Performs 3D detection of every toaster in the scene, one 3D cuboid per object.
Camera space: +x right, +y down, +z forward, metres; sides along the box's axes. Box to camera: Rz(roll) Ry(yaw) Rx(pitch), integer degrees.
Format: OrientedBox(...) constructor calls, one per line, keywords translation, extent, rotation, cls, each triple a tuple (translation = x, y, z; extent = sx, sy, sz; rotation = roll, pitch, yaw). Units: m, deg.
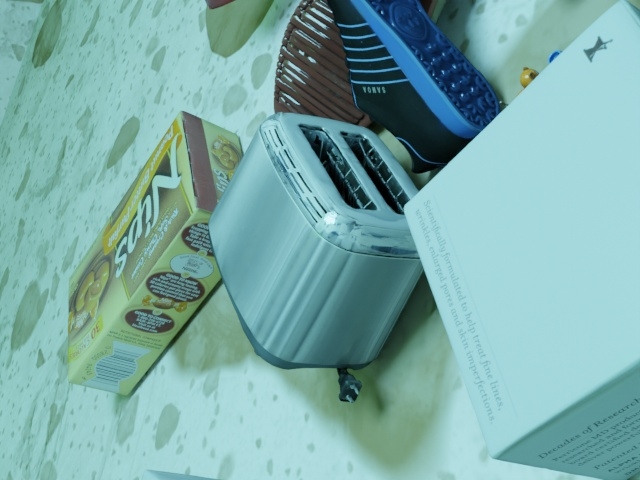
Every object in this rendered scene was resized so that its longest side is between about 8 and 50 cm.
OrientedBox(translation=(0.000, 0.000, 0.677), extent=(0.146, 0.129, 0.227), rotation=(-63, 36, 32), cls="toaster")

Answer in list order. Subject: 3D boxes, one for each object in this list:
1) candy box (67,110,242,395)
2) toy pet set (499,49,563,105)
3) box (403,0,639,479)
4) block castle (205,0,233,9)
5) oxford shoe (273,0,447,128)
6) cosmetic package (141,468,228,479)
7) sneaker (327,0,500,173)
OrientedBox(translation=(-0.205, 0.021, 1.025), extent=(0.316, 0.087, 0.183), rotation=(-49, 38, 28), cls="candy box")
OrientedBox(translation=(0.142, -0.074, 0.590), extent=(0.114, 0.065, 0.122), rotation=(-53, 36, 24), cls="toy pet set")
OrientedBox(translation=(0.164, 0.007, 0.458), extent=(0.182, 0.119, 0.181), rotation=(-45, 42, 33), cls="box")
OrientedBox(translation=(-0.143, -0.508, 0.897), extent=(0.212, 0.453, 0.303), rotation=(-15, 49, 0), cls="block castle")
OrientedBox(translation=(0.069, -0.225, 0.770), extent=(0.348, 0.123, 0.130), rotation=(-56, -8, 36), cls="oxford shoe")
OrientedBox(translation=(-0.008, 0.311, 0.515), extent=(0.385, 0.156, 0.217), rotation=(9, 82, 56), cls="cosmetic package")
OrientedBox(translation=(0.045, -0.160, 0.679), extent=(0.232, 0.081, 0.090), rotation=(57, 139, 6), cls="sneaker")
